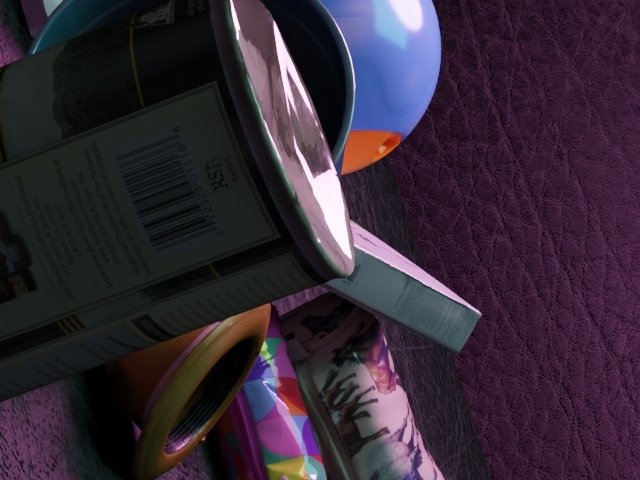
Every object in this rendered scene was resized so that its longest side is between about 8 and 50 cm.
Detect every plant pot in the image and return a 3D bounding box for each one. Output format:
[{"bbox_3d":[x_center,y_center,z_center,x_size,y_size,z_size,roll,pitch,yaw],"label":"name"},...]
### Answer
[{"bbox_3d":[-0.101,-0.069,1.464,0.255,0.271,0.271,81,-7,-67],"label":"plant pot"}]

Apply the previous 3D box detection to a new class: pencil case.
[{"bbox_3d":[-0.057,0.177,1.629,0.104,0.104,0.236,43,26,-68],"label":"pencil case"},{"bbox_3d":[0.047,0.250,1.851,0.183,0.160,0.410,-90,158,-68],"label":"pencil case"}]

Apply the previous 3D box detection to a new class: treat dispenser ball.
[{"bbox_3d":[-0.009,-0.212,1.891,0.288,0.288,0.288,-20,90,-80],"label":"treat dispenser ball"}]

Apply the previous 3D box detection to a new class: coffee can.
[{"bbox_3d":[-0.141,-0.024,1.052,0.201,0.275,0.201,-20,90,-81],"label":"coffee can"}]

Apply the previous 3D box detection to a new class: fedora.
[{"bbox_3d":[-0.118,0.107,1.383,0.079,0.194,0.194,34,4,12],"label":"fedora"}]

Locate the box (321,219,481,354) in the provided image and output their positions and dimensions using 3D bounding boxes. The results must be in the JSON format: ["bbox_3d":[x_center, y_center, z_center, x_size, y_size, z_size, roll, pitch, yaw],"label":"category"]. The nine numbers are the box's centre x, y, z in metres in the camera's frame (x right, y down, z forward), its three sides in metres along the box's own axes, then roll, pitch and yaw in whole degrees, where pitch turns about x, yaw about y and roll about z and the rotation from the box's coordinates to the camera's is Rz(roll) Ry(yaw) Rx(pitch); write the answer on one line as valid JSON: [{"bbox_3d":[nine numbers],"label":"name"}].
[{"bbox_3d":[0.000,0.000,1.770,0.232,0.058,0.322,29,6,-29],"label":"box"}]

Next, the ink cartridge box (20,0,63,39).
[{"bbox_3d":[-0.222,-0.231,1.575,0.143,0.090,0.092,27,44,-76],"label":"ink cartridge box"}]
